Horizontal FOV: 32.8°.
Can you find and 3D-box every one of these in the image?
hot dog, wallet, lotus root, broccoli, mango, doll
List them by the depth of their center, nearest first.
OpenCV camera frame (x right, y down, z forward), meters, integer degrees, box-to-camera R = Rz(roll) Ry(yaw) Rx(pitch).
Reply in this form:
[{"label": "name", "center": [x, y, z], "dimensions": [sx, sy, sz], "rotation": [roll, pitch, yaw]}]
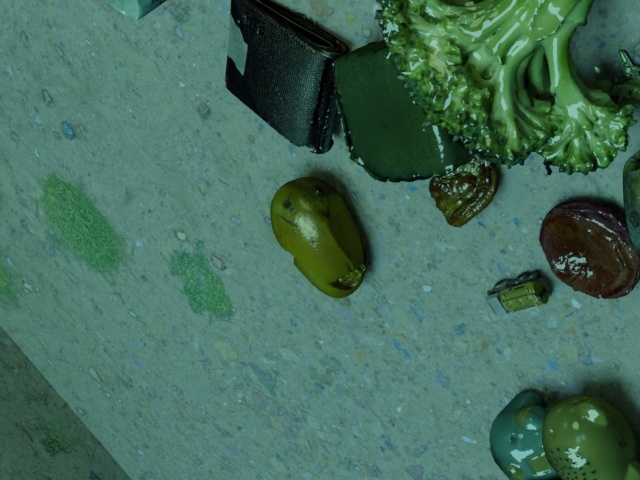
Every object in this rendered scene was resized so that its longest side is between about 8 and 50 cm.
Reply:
[{"label": "broccoli", "center": [0.249, -0.315, 1.456], "dimensions": [0.353, 0.275, 0.397], "rotation": [3, 129, 5]}, {"label": "lotus root", "center": [0.478, -0.039, 1.550], "dimensions": [0.088, 0.113, 0.192], "rotation": [-10, 117, 9]}, {"label": "hot dog", "center": [0.234, -0.081, 1.791], "dimensions": [0.099, 0.065, 0.147], "rotation": [60, 145, 9]}, {"label": "doll", "center": [0.429, 0.353, 1.891], "dimensions": [0.260, 0.161, 0.177], "rotation": [-17, 107, 53]}, {"label": "wallet", "center": [-0.070, -0.299, 1.909], "dimensions": [0.262, 0.071, 0.221], "rotation": [37, 142, 26]}, {"label": "mango", "center": [0.000, 0.000, 2.045], "dimensions": [0.167, 0.130, 0.262], "rotation": [-4, 123, 49]}]

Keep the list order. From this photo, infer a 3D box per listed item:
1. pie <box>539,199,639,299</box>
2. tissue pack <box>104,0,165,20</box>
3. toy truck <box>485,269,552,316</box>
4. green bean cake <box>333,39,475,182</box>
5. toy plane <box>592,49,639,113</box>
[{"label": "pie", "center": [0.423, 0.014, 1.696], "dimensions": [0.182, 0.049, 0.182], "rotation": [29, 143, 24]}, {"label": "tissue pack", "center": [-0.233, -0.490, 1.741], "dimensions": [0.089, 0.263, 0.177], "rotation": [31, 140, 17]}, {"label": "toy truck", "center": [0.335, 0.093, 1.839], "dimensions": [0.123, 0.063, 0.052], "rotation": [-23, 105, 51]}, {"label": "green bean cake", "center": [0.134, -0.205, 1.715], "dimensions": [0.222, 0.125, 0.227], "rotation": [-1, 110, 48]}, {"label": "toy plane", "center": [0.426, -0.209, 1.509], "dimensions": [0.111, 0.040, 0.102], "rotation": [22, 125, 34]}]
